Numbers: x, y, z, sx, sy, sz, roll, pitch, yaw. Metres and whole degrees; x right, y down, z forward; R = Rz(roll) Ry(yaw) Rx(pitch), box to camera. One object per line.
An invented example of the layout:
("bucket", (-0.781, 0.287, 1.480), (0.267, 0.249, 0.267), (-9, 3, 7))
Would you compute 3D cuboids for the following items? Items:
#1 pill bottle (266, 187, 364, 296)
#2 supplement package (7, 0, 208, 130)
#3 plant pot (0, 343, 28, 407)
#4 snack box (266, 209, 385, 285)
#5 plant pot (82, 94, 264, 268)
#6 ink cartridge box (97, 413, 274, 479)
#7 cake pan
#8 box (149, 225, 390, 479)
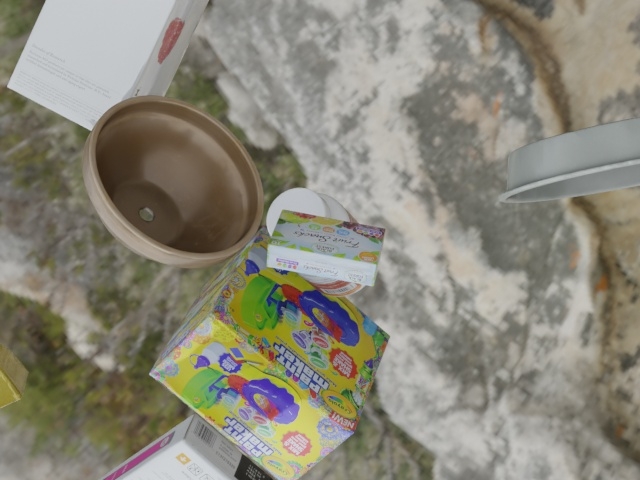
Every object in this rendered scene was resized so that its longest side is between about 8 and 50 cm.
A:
("pill bottle", (0.000, 0.000, 1.903), (0.121, 0.121, 0.216), (16, 168, 24))
("supplement package", (-0.292, -0.312, 1.851), (0.175, 0.177, 0.293), (27, 99, 5))
("plant pot", (-0.482, 0.192, 1.841), (0.081, 0.081, 0.083), (-24, 113, 5))
("snack box", (0.008, 0.009, 1.653), (0.141, 0.100, 0.037), (10, 121, 5))
("plant pot", (-0.199, -0.055, 1.604), (0.237, 0.237, 0.110), (45, 135, 0))
("ink cartridge box", (-0.241, 0.402, 1.874), (0.176, 0.069, 0.371), (43, 123, -16))
("cake pan", (0.347, -0.097, 1.475), (0.293, 0.293, 0.054), (-13, 85, 38))
("box", (-0.074, 0.184, 2.058), (0.290, 0.279, 0.177), (41, 122, -9))
